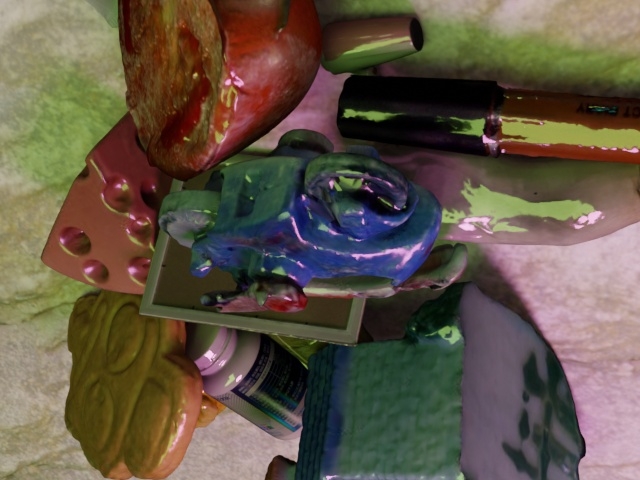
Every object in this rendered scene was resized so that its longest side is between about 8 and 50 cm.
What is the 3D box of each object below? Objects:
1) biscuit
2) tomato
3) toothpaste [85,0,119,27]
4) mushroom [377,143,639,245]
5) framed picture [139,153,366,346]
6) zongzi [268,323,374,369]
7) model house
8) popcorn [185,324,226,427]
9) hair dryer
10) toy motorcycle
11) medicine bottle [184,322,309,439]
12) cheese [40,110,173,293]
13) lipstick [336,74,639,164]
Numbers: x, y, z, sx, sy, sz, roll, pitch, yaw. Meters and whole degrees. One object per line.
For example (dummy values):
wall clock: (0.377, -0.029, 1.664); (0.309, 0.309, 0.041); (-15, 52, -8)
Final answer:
biscuit: (-0.255, 0.161, 1.591); (0.376, 0.051, 0.269); (34, 106, 54)
tomato: (-0.093, -0.200, 1.288); (0.309, 0.170, 0.309); (170, 90, -68)
toothpaste: (-0.309, -0.363, 1.356); (0.299, 0.073, 0.114); (42, 132, -17)
mushroom: (0.190, -0.051, 1.303); (0.351, 0.097, 0.109); (5, 95, 18)
framed picture: (-0.062, 0.004, 1.422); (0.274, 0.217, 0.017); (8, 164, 21)
zongzi: (-0.035, 0.106, 1.557); (0.204, 0.094, 0.205); (1, 133, 47)
model house: (0.096, 0.232, 1.444); (0.329, 0.251, 0.295); (-16, 152, 32)
popcorn: (-0.188, 0.186, 1.662); (0.148, 0.152, 0.167); (47, 130, 16)
hair dryer: (0.068, -0.168, 1.322); (0.106, 0.054, 0.154); (-2, 133, 23)
toy motorcycle: (0.002, -0.023, 1.257); (0.319, 0.241, 0.182); (-9, 88, 42)
medicine bottle: (-0.087, 0.168, 1.573); (0.107, 0.107, 0.191); (-23, 132, 38)
cheese: (-0.217, -0.023, 1.528); (0.177, 0.128, 0.203); (33, 129, -2)
lipstick: (0.224, -0.116, 1.230); (0.418, 0.077, 0.077); (6, 127, 15)
